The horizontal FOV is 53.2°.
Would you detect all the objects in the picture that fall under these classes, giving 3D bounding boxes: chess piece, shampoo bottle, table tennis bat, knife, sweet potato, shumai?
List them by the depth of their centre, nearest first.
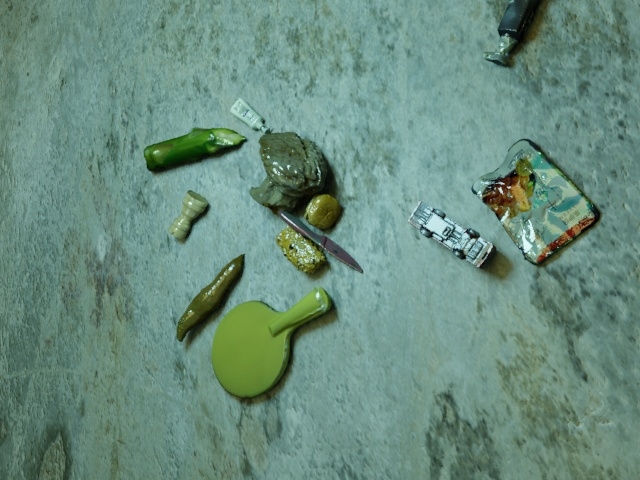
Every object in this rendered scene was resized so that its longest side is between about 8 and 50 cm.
[{"bbox_3d":[0.415,-0.473,1.360,0.063,0.057,0.208,24,90,31],"label":"shampoo bottle"},{"bbox_3d":[0.000,0.000,1.477,0.247,0.035,0.018,36,136,15],"label":"knife"},{"bbox_3d":[-0.121,0.221,1.503,0.368,0.054,0.224,-38,62,21],"label":"table tennis bat"},{"bbox_3d":[-0.083,-0.152,1.530,0.206,0.166,0.176,-106,30,-44],"label":"shumai"},{"bbox_3d":[-0.275,0.142,1.600,0.274,0.067,0.067,-50,60,3],"label":"sweet potato"},{"bbox_3d":[-0.181,-0.319,1.673,0.049,0.034,0.141,-48,61,3],"label":"shampoo bottle"},{"bbox_3d":[-0.355,-0.066,1.696,0.066,0.066,0.122,41,105,30],"label":"chess piece"}]

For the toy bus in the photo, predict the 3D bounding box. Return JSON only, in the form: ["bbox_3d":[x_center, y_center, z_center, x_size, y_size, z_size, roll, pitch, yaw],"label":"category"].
[{"bbox_3d":[0.273,-0.011,1.319,0.192,0.077,0.065,36,99,33],"label":"toy bus"}]

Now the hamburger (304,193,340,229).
[{"bbox_3d":[0.006,-0.067,1.487,0.044,0.076,0.083,34,102,61],"label":"hamburger"}]

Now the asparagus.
[{"bbox_3d":[-0.358,-0.252,1.731,0.342,0.085,0.082,-9,50,30],"label":"asparagus"}]

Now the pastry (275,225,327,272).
[{"bbox_3d":[-0.047,0.022,1.505,0.080,0.056,0.140,-40,56,7],"label":"pastry"}]

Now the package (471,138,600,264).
[{"bbox_3d":[0.419,-0.083,1.276,0.166,0.040,0.232,-39,64,15],"label":"package"}]
